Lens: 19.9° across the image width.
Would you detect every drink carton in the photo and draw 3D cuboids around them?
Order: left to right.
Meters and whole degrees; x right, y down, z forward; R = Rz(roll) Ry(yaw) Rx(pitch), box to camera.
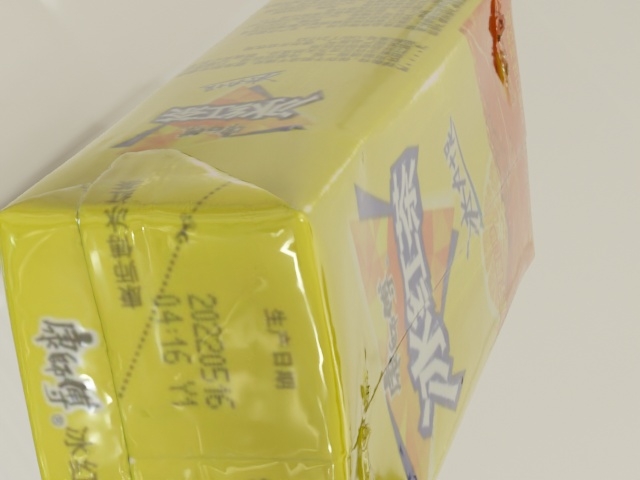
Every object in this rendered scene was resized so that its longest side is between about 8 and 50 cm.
[{"bbox_3d":[0.000,0.000,0.711,0.111,0.154,0.351,-2,-161,17],"label":"drink carton"}]
